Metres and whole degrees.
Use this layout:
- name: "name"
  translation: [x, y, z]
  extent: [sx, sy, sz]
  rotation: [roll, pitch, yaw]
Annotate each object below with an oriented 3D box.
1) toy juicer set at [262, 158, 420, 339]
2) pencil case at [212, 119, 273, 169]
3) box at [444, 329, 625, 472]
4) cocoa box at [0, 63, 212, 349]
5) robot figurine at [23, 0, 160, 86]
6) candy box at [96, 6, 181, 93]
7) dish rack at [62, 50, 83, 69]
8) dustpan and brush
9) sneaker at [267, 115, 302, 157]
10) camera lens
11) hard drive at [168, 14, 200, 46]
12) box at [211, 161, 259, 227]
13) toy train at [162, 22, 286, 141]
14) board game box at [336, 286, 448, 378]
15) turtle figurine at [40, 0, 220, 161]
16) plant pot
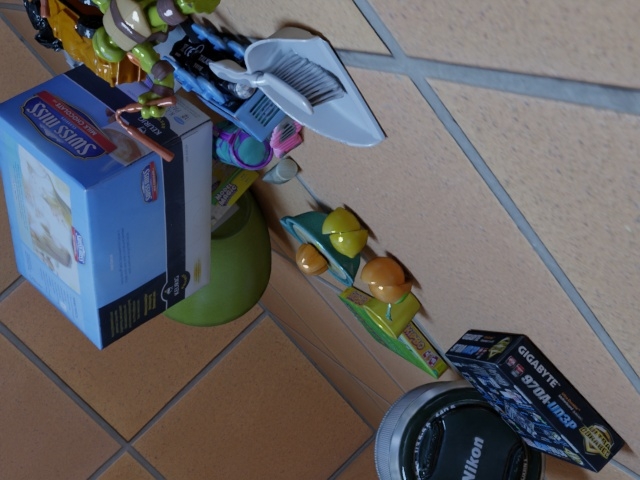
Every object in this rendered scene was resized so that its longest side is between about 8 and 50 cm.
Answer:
- name: "toy juicer set"
  translation: [0.000, 0.000, 1.551]
  extent: [0.329, 0.089, 0.209]
  rotation: [44, 171, 15]
- name: "pencil case"
  translation: [-0.115, -0.136, 1.560]
  extent: [0.070, 0.064, 0.152]
  rotation: [27, 178, -20]
- name: "box"
  translation: [0.252, 0.189, 1.342]
  extent: [0.175, 0.051, 0.220]
  rotation: [47, 171, -3]
- name: "cocoa box"
  translation: [-0.318, -0.058, 1.650]
  extent: [0.231, 0.228, 0.347]
  rotation: [38, 143, 27]
- name: "robot figurine"
  translation: [-0.292, -0.312, 1.351]
  extent: [0.291, 0.085, 0.211]
  rotation: [43, 134, 41]
- name: "candy box"
  translation: [-0.279, -0.307, 1.534]
  extent: [0.196, 0.070, 0.165]
  rotation: [41, 171, 31]
- name: "dish rack"
  translation: [-0.373, -0.287, 2.078]
  extent: [0.285, 0.072, 0.333]
  rotation: [46, 172, 6]
- name: "dustpan and brush"
  translation: [-0.042, -0.161, 1.105]
  extent: [0.211, 0.060, 0.147]
  rotation: [36, 167, 48]
- name: "sneaker"
  translation: [-0.053, -0.140, 1.335]
  extent: [0.057, 0.047, 0.119]
  rotation: [57, 172, 8]
- name: "camera lens"
  translation: [0.196, 0.316, 1.625]
  extent: [0.219, 0.219, 0.274]
  rotation: [46, 171, 2]
- name: "hard drive"
  translation: [-0.173, -0.257, 1.418]
  extent: [0.094, 0.022, 0.135]
  rotation: [39, 169, 40]
- name: "box"
  translation: [-0.191, -0.065, 1.853]
  extent: [0.043, 0.179, 0.105]
  rotation: [43, 173, -25]
- name: "toy train"
  translation: [-0.112, -0.185, 1.283]
  extent: [0.105, 0.080, 0.184]
  rotation: [45, 174, -37]
- name: "board game box"
  translation: [0.115, 0.150, 1.870]
  extent: [0.124, 0.039, 0.259]
  rotation: [50, 168, -21]
- name: "turtle figurine"
  translation: [-0.185, -0.231, 1.170]
  extent: [0.217, 0.087, 0.269]
  rotation: [-28, 92, 51]
- name: "plant pot"
  translation: [-0.209, -0.009, 2.059]
  extent: [0.275, 0.275, 0.293]
  rotation: [45, 159, 7]
